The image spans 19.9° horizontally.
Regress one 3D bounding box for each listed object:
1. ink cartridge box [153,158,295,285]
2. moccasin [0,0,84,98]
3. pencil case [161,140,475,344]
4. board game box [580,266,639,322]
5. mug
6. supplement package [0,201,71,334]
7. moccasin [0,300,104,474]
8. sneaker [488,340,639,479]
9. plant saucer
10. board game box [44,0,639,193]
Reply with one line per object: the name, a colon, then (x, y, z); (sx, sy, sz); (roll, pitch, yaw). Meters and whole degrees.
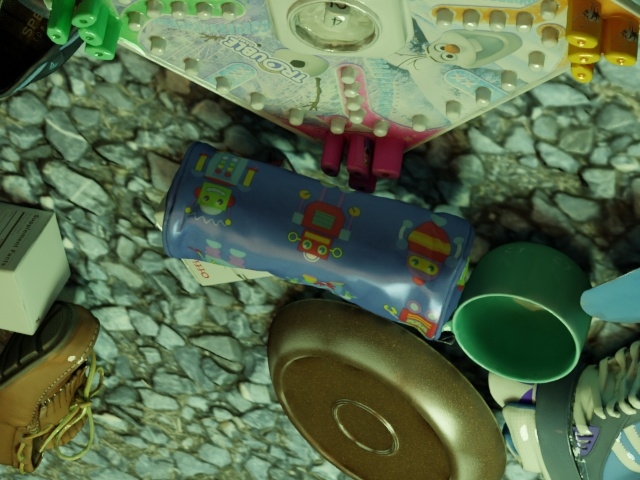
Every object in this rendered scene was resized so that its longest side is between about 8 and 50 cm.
ink cartridge box: (-0.082, -0.017, 1.914); (0.150, 0.063, 0.109); (-8, 128, 34)
moccasin: (-0.234, -0.242, 1.713); (0.137, 0.117, 0.342); (29, 140, -3)
pencil case: (0.000, 0.000, 1.771); (0.306, 0.119, 0.133); (17, 168, 4)
board game box: (0.329, 0.032, 1.750); (0.168, 0.033, 0.133); (-27, 149, 37)
mug: (0.195, 0.059, 1.826); (0.157, 0.097, 0.129); (22, 140, 6)
supplement package: (-0.394, 0.022, 2.087); (0.179, 0.105, 0.105); (11, 137, 18)
moccasin: (-0.332, 0.190, 2.208); (0.147, 0.139, 0.380); (30, 140, -7)
sneaker: (0.288, 0.158, 1.856); (0.236, 0.130, 0.323); (16, 144, 6)
plant saucer: (0.060, 0.193, 2.024); (0.310, 0.050, 0.311); (28, 147, 20)
board game box: (0.012, -0.185, 1.582); (0.390, 0.050, 0.390); (25, 149, -30)
